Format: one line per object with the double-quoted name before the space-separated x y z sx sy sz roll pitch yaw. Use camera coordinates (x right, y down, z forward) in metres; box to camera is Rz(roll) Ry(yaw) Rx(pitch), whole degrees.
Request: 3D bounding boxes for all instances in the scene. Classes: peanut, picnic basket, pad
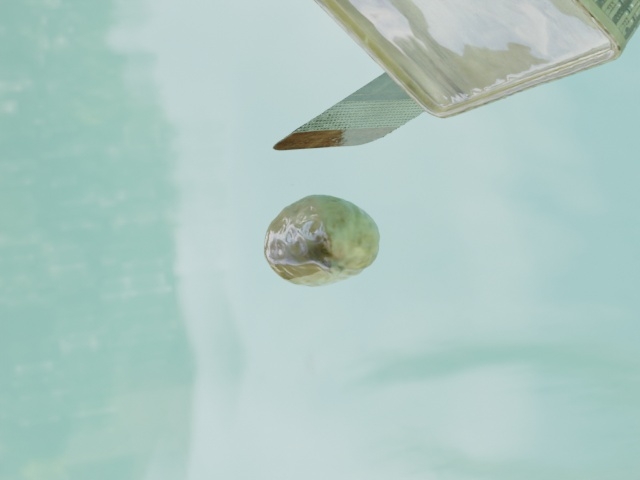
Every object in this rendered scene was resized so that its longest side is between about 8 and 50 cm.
"peanut" 0.000 0.000 2.046 0.159 0.140 0.109 -11 57 50
"picnic basket" 0.147 -0.265 1.443 0.228 0.175 0.313 43 156 -16
"pad" 0.022 -0.117 1.737 0.250 0.323 0.055 -29 92 47
